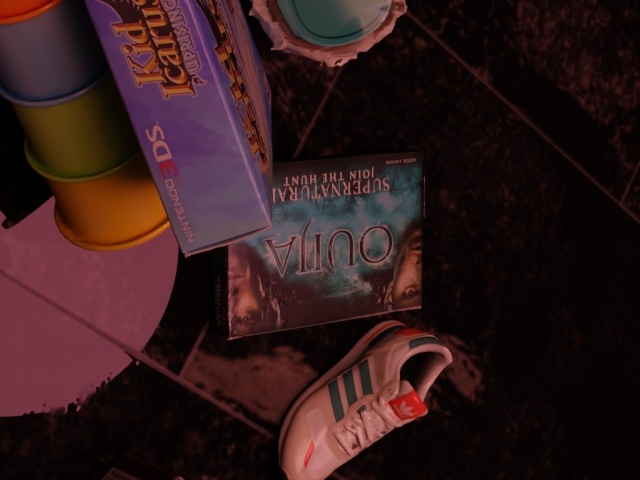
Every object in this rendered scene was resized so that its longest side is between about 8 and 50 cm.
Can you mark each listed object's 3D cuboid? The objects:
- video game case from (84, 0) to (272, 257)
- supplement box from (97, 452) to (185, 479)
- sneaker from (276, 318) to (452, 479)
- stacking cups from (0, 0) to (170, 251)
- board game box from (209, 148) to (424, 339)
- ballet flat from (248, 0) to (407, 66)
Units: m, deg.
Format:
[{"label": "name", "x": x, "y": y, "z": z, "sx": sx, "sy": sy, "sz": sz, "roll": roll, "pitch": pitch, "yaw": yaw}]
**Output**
[{"label": "video game case", "x": -0.094, "y": -0.161, "z": 0.992, "sx": 0.061, "sy": 0.244, "sz": 0.269, "roll": -16, "pitch": 113, "yaw": 7}, {"label": "supplement box", "x": -0.146, "y": 0.252, "z": 1.109, "sx": 0.188, "sy": 0.081, "sz": 0.104, "roll": -50, "pitch": 123, "yaw": -21}, {"label": "sneaker", "x": 0.036, "y": 0.125, "z": 1.236, "sx": 0.161, "sy": 0.075, "sz": 0.057, "roll": -46, "pitch": 122, "yaw": -24}, {"label": "stacking cups", "x": -0.160, "y": -0.134, "z": 0.965, "sx": 0.096, "sy": 0.096, "sz": 0.316, "roll": -43, "pitch": 140, "yaw": -25}, {"label": "board game box", "x": 0.000, "y": 0.000, "z": 1.219, "sx": 0.186, "sy": 0.026, "sz": 0.126, "roll": -8, "pitch": 101, "yaw": -37}, {"label": "ballet flat", "x": -0.039, "y": -0.317, "z": 1.078, "sx": 0.147, "sy": 0.147, "sz": 0.408, "roll": -22, "pitch": 112, "yaw": -34}]
